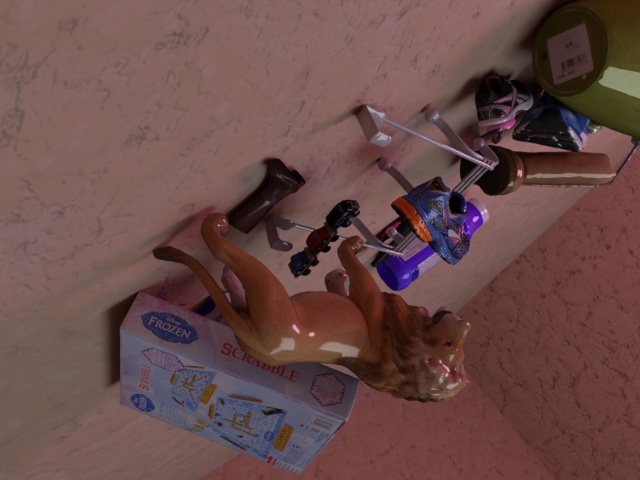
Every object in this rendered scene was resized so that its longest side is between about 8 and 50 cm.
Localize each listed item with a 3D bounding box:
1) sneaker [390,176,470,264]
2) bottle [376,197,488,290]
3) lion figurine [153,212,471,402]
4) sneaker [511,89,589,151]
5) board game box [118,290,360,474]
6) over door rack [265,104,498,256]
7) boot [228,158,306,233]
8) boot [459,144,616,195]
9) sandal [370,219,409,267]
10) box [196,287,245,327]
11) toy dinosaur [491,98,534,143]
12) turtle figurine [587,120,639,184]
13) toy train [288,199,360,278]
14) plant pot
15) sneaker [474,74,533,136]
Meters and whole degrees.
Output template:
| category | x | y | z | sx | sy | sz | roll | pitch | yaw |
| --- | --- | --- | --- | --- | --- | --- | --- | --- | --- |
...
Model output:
| category | x | y | z | sx | sy | sz | roll | pitch | yaw |
| --- | --- | --- | --- | --- | --- | --- | --- | --- | --- |
| sneaker | 0.187 | -0.028 | 1.152 | 0.087 | 0.083 | 0.221 | -41 | 153 | 10 |
| bottle | 0.260 | 0.003 | 1.770 | 0.283 | 0.092 | 0.118 | -35 | 164 | -15 |
| lion figurine | -0.003 | 0.103 | 0.976 | 0.392 | 0.240 | 0.142 | 3 | 137 | -29 |
| sneaker | 0.444 | -0.247 | 1.441 | 0.330 | 0.130 | 0.147 | -25 | 127 | -66 |
| board game box | -0.136 | 0.223 | 1.134 | 0.318 | 0.318 | 0.065 | 116 | -4 | -58 |
| over door rack | 0.090 | -0.089 | 1.156 | 0.324 | 0.108 | 0.239 | 5 | 136 | -48 |
| boot | -0.079 | -0.051 | 0.985 | 0.114 | 0.037 | 0.106 | -37 | 163 | 10 |
| boot | 0.423 | -0.134 | 1.442 | 0.270 | 0.089 | 0.236 | 1 | -167 | -9 |
| sandal | 0.156 | -0.020 | 1.596 | 0.179 | 0.040 | 0.067 | -52 | 171 | -5 |
| box | -0.120 | 0.152 | 1.259 | 0.072 | 0.137 | 0.126 | -45 | 163 | 25 |
| toy dinosaur | 0.331 | -0.212 | 1.376 | 0.047 | 0.090 | 0.082 | -25 | 117 | -69 |
| turtle figurine | 0.620 | -0.279 | 1.607 | 0.275 | 0.198 | 0.266 | -31 | 159 | -38 |
| toy train | 0.000 | 0.000 | 1.073 | 0.036 | 0.027 | 0.158 | 4 | 137 | -41 |
| plant pot | 0.484 | -0.289 | 1.221 | 0.294 | 0.274 | 0.274 | -6 | 147 | -36 |
| sneaker | 0.291 | -0.233 | 1.236 | 0.072 | 0.077 | 0.178 | -10 | -158 | 28 |
